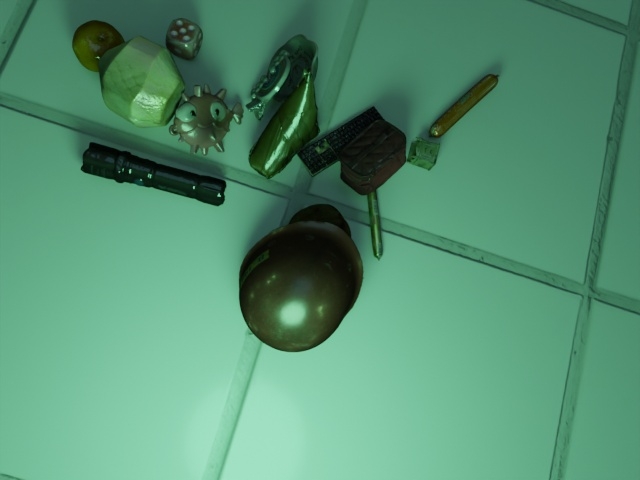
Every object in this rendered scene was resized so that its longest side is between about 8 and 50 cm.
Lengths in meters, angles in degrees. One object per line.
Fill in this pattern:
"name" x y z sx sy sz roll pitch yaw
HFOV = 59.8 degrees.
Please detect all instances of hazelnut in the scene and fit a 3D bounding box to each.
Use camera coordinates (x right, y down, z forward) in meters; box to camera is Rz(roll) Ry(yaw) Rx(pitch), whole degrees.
"hazelnut" 0.000 0.000 1.645 0.208 0.208 0.208 2 78 -8

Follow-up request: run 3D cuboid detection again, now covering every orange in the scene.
"orange" -0.671 -0.584 1.689 0.154 0.134 0.155 4 82 -31

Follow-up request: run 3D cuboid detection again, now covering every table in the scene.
"table" 0.332 -0.282 1.803 0.083 0.062 0.079 17 76 -4

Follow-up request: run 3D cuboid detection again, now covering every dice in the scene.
"dice" -0.427 -0.631 1.747 0.094 0.093 0.091 23 76 -4

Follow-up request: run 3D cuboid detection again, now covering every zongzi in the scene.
"zongzi" -0.111 -0.330 1.628 0.123 0.289 0.260 41 77 10

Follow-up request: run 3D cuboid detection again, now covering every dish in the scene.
"dish" -0.072 -0.527 1.757 0.081 0.229 0.230 21 71 -45

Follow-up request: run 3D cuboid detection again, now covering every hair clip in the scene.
"hair clip" -0.151 -0.480 1.728 0.054 0.140 0.220 29 107 -35

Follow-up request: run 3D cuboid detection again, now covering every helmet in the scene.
"helmet" -0.064 0.153 1.485 0.337 0.230 0.385 41 111 -10

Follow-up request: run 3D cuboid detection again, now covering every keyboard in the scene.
"keyboard" 0.078 -0.320 1.792 0.317 0.027 0.106 -34 85 -14

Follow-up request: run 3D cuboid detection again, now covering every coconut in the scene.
"coconut" -0.525 -0.458 1.615 0.259 0.259 0.260 2 78 -8

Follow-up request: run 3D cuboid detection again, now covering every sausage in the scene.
"sausage" 0.169 -0.068 1.749 0.032 0.033 0.269 -3 79 -9
"sausage" 0.482 -0.454 1.867 0.348 0.053 0.053 -42 87 -14

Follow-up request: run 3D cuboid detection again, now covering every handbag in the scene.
"handbag" 0.161 -0.257 1.721 0.225 0.135 0.146 -40 64 -12

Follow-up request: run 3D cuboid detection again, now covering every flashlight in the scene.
"flashlight" -0.484 -0.187 1.647 0.423 0.103 0.103 16 76 -6

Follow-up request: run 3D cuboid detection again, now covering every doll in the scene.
"doll" -0.341 -0.363 1.680 0.261 0.093 0.211 -19 114 -39
